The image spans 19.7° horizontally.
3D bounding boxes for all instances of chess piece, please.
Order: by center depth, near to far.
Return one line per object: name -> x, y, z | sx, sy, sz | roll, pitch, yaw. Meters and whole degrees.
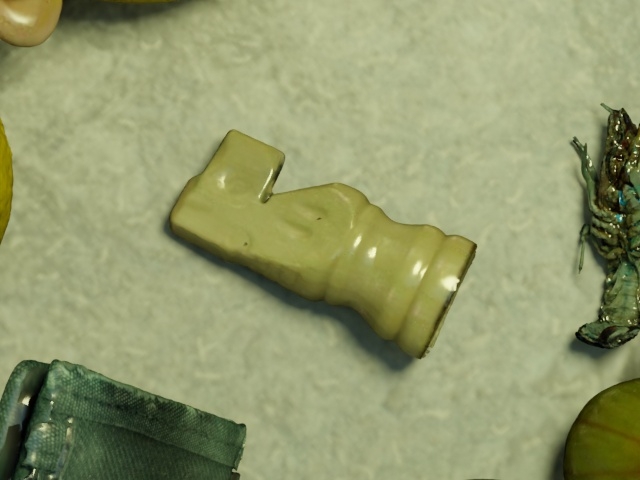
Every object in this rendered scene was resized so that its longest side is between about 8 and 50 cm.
chess piece -> 0.000, 0.000, 1.261 | 0.200, 0.090, 0.090 | 25, 81, 6

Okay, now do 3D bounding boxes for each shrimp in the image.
shrimp -> 0.213, -0.009, 1.309 | 0.082, 0.076, 0.174 | 6, 87, 32

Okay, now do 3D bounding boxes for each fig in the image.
fig -> 0.240, 0.137, 1.202 | 0.124, 0.236, 0.124 | 3, 75, -11

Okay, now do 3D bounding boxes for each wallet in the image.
wallet -> -0.161, 0.256, 1.150 | 0.075, 0.237, 0.342 | 10, 80, 32

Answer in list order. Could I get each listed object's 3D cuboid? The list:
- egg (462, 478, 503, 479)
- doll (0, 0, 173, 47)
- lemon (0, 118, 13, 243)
egg -> 0.130, 0.242, 1.218 | 0.198, 0.146, 0.146 | 43, 80, -10
doll -> -0.220, -0.291, 1.179 | 0.423, 0.161, 0.348 | -24, 96, -26
lemon -> -0.292, -0.044, 1.155 | 0.192, 0.192, 0.231 | -19, 87, -10
